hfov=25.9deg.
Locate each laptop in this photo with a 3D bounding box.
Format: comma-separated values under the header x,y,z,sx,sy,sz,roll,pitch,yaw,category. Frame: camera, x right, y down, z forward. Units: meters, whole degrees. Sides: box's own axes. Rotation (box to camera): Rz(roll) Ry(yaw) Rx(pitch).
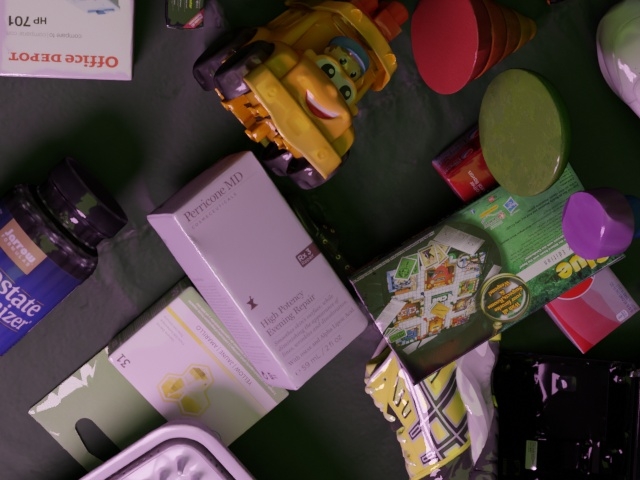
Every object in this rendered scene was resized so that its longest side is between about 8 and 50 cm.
x,y,z,sx,sy,sz,roll,pitch,yaw,category
0.337,0.231,1.648,0.264,0.136,0.234,4,105,17,laptop

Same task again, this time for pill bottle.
x,y,z,sx,sy,sz,roll,pitch,yaw,category
-0.309,0.020,1.434,0.219,0.123,0.123,-43,107,4,pill bottle

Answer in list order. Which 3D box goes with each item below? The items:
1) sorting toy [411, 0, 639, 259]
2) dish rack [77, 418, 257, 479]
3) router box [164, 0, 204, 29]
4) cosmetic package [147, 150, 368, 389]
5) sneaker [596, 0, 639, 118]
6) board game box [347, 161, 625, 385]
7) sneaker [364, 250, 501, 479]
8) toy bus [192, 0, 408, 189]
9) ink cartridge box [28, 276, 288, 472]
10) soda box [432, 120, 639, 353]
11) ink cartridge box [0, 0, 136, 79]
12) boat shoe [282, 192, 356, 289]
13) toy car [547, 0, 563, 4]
x,y,z,sx,sy,sz,roll,pitch,yaw,category
0.232,-0.132,1.409,0.126,0.365,0.127,-10,142,-30,sorting toy
-0.183,0.356,1.541,0.333,0.072,0.285,-34,107,14,dish rack
-0.136,-0.277,1.400,0.038,0.092,0.122,1,105,-9,router box
-0.065,0.032,1.472,0.117,0.085,0.231,-41,106,-22,cosmetic package
0.413,-0.134,1.492,0.114,0.152,0.305,-39,105,5,sneaker
0.172,0.027,1.451,0.259,0.030,0.136,-31,94,0,board game box
0.121,0.184,1.549,0.147,0.145,0.385,-1,94,-1,sneaker
0.003,-0.174,1.389,0.211,0.220,0.149,-40,109,-5,toy bus
-0.178,0.178,1.533,0.235,0.056,0.171,-41,107,1,ink cartridge box
0.235,-0.006,1.528,0.083,0.092,0.263,-39,107,4,soda box
-0.254,-0.260,1.392,0.139,0.082,0.191,0,103,-9,ink cartridge box
0.000,-0.001,1.517,0.042,0.049,0.133,-34,111,-2,boat shoe
0.286,-0.303,1.498,0.122,0.060,0.040,-31,63,-17,toy car
